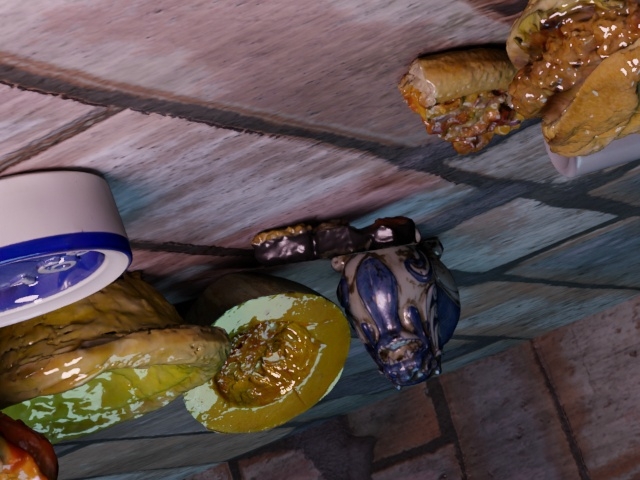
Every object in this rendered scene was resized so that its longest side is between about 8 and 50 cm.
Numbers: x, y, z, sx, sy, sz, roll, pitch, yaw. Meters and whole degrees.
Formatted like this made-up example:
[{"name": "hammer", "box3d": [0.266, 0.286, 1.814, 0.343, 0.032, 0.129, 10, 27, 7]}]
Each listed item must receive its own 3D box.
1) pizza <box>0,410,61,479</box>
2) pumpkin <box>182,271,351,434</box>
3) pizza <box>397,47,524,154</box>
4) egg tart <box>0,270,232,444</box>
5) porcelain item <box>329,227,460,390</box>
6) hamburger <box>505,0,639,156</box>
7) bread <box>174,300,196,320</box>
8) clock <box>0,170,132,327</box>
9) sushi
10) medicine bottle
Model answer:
[{"name": "pizza", "box3d": [-0.342, 0.192, 1.691, 0.130, 0.440, 0.406, -55, 170, -24]}, {"name": "pumpkin", "box3d": [-0.082, 0.118, 2.135, 0.217, 0.110, 0.217, -20, 139, -19]}, {"name": "pizza", "box3d": [0.143, -0.126, 1.631, 0.127, 0.058, 0.246, -20, 165, 8]}, {"name": "egg tart", "box3d": [-0.273, 0.128, 1.942, 0.345, 0.132, 0.345, -19, 168, -4]}, {"name": "porcelain item", "box3d": [0.109, 0.093, 2.243, 0.138, 0.186, 0.288, -22, 169, 7]}, {"name": "hamburger", "box3d": [0.290, -0.173, 1.460, 0.283, 0.145, 0.259, -18, 173, -23]}, {"name": "bread", "box3d": [-0.182, 0.138, 2.270, 0.236, 0.070, 0.236, -18, 168, -4]}, {"name": "clock", "box3d": [-0.282, 0.014, 1.563, 0.230, 0.083, 0.230, -16, 167, -4]}, {"name": "sushi", "box3d": [0.000, 0.000, 1.983, 0.279, 0.043, 0.192, -9, 180, 26]}, {"name": "medicine bottle", "box3d": [0.301, -0.117, 1.850, 0.130, 0.080, 0.080, -15, 167, -15]}]
